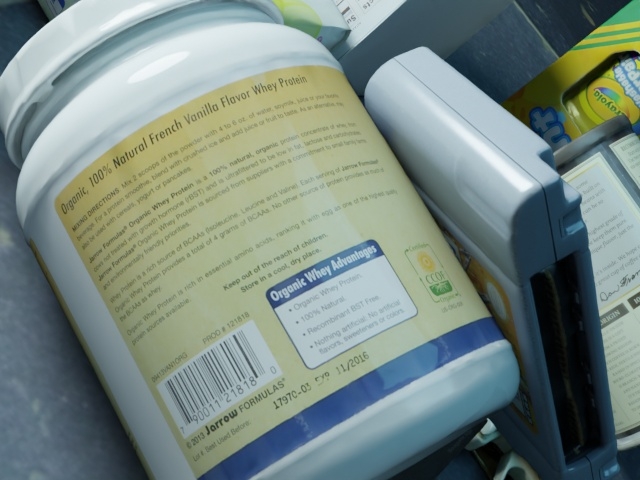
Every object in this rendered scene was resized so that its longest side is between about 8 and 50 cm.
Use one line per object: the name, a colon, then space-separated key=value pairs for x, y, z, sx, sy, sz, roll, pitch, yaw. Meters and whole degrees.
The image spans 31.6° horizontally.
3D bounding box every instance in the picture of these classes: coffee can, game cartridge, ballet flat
coffee can: x=0.300 y=0.043 z=1.141 sx=0.275 sy=0.201 sz=0.201 roll=57 pitch=32 yaw=8
game cartridge: x=0.112 y=0.028 z=0.752 sx=0.198 sy=0.062 sz=0.297 roll=45 pitch=-19 yaw=47
ballet flat: x=0.157 y=0.173 z=0.948 sx=0.073 sy=0.080 sz=0.232 roll=-29 pitch=81 yaw=-46

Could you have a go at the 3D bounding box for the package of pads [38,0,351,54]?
package of pads: x=-0.124 y=-0.241 z=0.979 sx=0.296 sy=0.101 sz=0.229 roll=-10 pitch=65 yaw=-54

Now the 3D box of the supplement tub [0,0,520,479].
supplement tub: x=-0.047 y=0.011 z=0.701 sx=0.228 sy=0.228 sz=0.316 roll=-11 pitch=67 yaw=-55

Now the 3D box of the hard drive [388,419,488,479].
hard drive: x=0.045 y=0.124 z=0.838 sx=0.135 sy=0.094 sz=0.022 roll=42 pitch=3 yaw=-15

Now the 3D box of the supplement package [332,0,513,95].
supplement package: x=0.036 y=-0.311 z=1.164 sx=0.199 sy=0.198 sz=0.263 roll=-9 pitch=65 yaw=-56

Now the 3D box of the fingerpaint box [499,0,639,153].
fingerpaint box: x=0.441 y=-0.052 z=1.257 sx=0.163 sy=0.371 sz=0.445 roll=-15 pitch=71 yaw=-57
